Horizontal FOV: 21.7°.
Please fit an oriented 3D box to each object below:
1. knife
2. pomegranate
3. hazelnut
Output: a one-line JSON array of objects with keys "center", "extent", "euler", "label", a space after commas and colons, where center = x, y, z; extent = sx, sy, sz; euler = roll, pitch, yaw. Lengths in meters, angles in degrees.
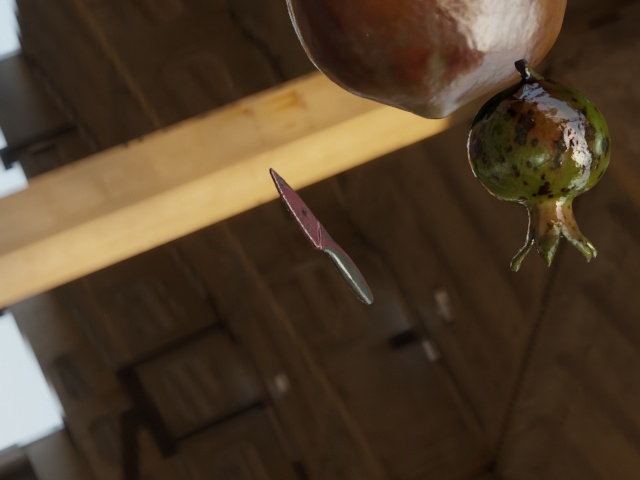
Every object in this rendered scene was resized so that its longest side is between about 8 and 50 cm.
[{"center": [0.000, 0.000, 2.029], "extent": [0.018, 0.035, 0.247], "euler": [-11, -46, 33], "label": "knife"}, {"center": [0.240, -0.076, 1.822], "extent": [0.156, 0.156, 0.220], "euler": [118, -27, -65], "label": "pomegranate"}, {"center": [0.125, -0.341, 2.056], "extent": [0.366, 0.365, 0.366], "euler": [52, -25, 36], "label": "hazelnut"}]
